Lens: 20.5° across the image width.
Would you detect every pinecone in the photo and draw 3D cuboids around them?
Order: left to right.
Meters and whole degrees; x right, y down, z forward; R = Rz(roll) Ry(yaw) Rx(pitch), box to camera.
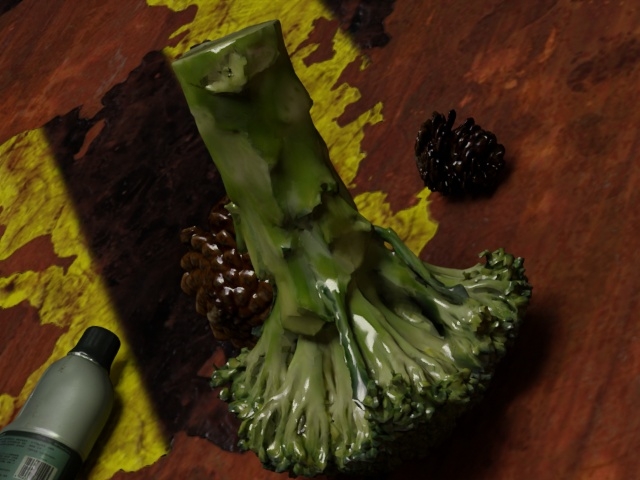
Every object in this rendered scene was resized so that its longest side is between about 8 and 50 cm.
[{"bbox_3d":[-0.036,0.023,1.539,0.173,0.173,0.174,-25,37,20],"label":"pinecone"},{"bbox_3d":[0.122,-0.075,1.568,0.083,0.077,0.077,14,57,22],"label":"pinecone"}]

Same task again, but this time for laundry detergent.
[{"bbox_3d":[-0.247,0.174,1.622,0.099,0.070,0.226,-11,43,44],"label":"laundry detergent"}]

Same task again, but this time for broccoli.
[{"bbox_3d":[0.017,0.003,1.335,0.252,0.361,0.221,13,38,28],"label":"broccoli"}]
